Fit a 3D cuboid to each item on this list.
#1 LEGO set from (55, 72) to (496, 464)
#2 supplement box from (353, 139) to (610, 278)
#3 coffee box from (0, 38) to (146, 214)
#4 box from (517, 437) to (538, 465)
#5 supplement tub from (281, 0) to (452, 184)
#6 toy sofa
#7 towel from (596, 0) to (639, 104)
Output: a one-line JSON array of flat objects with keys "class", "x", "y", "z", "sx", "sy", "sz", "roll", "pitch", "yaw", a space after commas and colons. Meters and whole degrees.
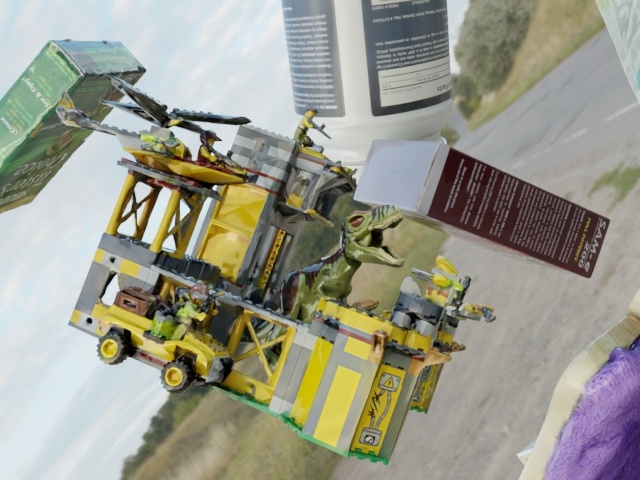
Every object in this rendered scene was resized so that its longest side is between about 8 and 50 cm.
[{"class": "LEGO set", "x": 0.000, "y": 0.000, "z": 0.475, "sx": 0.331, "sy": 0.254, "sz": 0.192, "roll": 25, "pitch": -95, "yaw": -67}, {"class": "supplement box", "x": 0.171, "y": -0.033, "z": 0.740, "sx": 0.130, "sy": 0.239, "sz": 0.073, "roll": 19, "pitch": 91, "yaw": 64}, {"class": "coffee box", "x": -0.236, "y": -0.090, "z": 0.582, "sx": 0.184, "sy": 0.040, "sz": 0.113, "roll": -41, "pitch": 4, "yaw": 18}, {"class": "box", "x": 0.448, "y": 0.375, "z": 1.205, "sx": 0.103, "sy": 0.114, "sz": 0.203, "roll": -29, "pitch": -17, "yaw": -21}, {"class": "supplement tub", "x": 0.056, "y": -0.219, "z": 0.818, "sx": 0.191, "sy": 0.191, "sz": 0.273, "roll": -48, "pitch": -45, "yaw": -61}, {"class": "toy sofa", "x": 0.229, "y": 0.181, "z": 0.466, "sx": 0.177, "sy": 0.150, "sz": 0.363, "roll": -31, "pitch": -38, "yaw": -32}, {"class": "towel", "x": 0.289, "y": -0.213, "z": 0.456, "sx": 0.090, "sy": 0.321, "sz": 0.374, "roll": -13, "pitch": -19, "yaw": 0}]
